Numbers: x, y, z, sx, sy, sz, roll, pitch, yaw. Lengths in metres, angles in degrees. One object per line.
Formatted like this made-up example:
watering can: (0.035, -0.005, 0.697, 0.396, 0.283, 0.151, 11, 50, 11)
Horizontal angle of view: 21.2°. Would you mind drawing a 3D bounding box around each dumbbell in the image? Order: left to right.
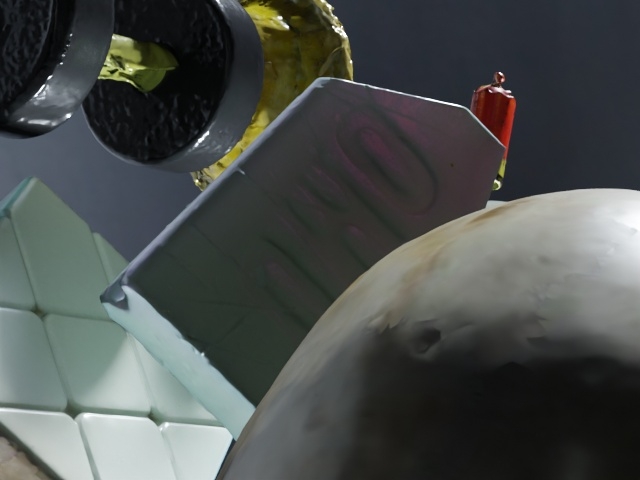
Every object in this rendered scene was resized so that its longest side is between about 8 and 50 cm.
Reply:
dumbbell: (-0.220, -0.184, 1.666, 0.322, 0.203, 0.204, 11, 69, -57)

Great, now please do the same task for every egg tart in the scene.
egg tart: (-0.086, -0.166, 1.935, 0.116, 0.294, 0.295, 10, 70, -43)

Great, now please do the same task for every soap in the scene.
soap: (0.000, 0.000, 1.500, 0.208, 0.115, 0.347, 46, 65, -5)

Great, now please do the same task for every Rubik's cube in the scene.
Rubik's cube: (-0.305, 0.193, 1.619, 0.319, 0.316, 0.322, 45, 29, -14)

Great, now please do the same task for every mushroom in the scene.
mushroom: (0.104, 0.134, 0.664, 0.290, 0.297, 0.297, 37, 48, -4)

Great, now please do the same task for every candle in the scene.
candle: (0.184, -0.123, 1.869, 0.052, 0.052, 0.131, 24, 70, -42)

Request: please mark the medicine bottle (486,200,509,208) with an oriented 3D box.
medicine bottle: (0.293, 0.074, 1.650, 0.282, 0.375, 0.123, -76, 177, -65)
